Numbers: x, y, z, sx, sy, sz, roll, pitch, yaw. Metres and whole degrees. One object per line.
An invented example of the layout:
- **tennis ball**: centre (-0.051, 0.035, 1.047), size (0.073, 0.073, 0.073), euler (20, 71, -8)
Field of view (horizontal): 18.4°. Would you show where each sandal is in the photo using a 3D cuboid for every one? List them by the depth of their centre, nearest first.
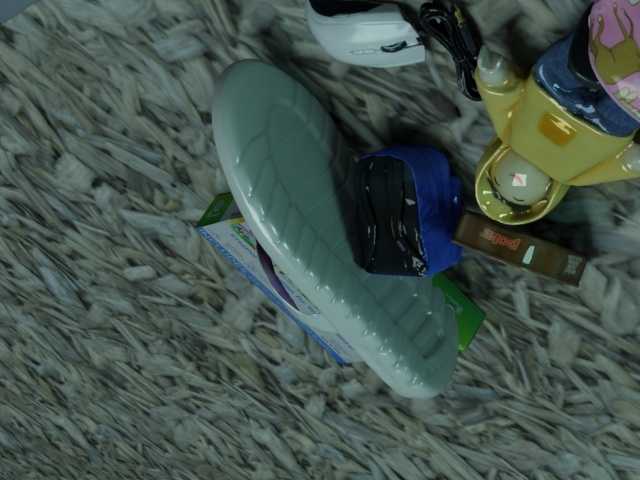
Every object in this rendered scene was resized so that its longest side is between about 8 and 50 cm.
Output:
- **sandal**: centre (-0.006, 0.010, 1.957), size (0.102, 0.169, 0.416), euler (-15, 121, 36)

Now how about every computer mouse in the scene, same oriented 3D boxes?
- **computer mouse**: centre (0.057, -0.176, 1.749), size (0.193, 0.042, 0.106), euler (12, 149, 38)

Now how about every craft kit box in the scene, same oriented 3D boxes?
- **craft kit box**: centre (0.018, 0.033, 2.162), size (0.250, 0.061, 0.247), euler (44, 156, -21)

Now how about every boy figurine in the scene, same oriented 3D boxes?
- **boy figurine**: centre (0.199, -0.102, 1.660), size (0.177, 0.092, 0.285), euler (32, 153, -5)

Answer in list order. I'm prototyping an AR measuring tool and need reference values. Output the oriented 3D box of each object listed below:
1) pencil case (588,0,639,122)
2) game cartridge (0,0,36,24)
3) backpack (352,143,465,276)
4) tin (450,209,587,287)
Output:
- **pencil case**: centre (0.318, -0.187, 1.284), size (0.167, 0.160, 0.386), euler (63, 156, 6)
- **game cartridge**: centre (-0.331, -0.334, 1.914), size (0.230, 0.068, 0.355), euler (46, 153, -16)
- **backpack**: centre (0.085, -0.035, 1.907), size (0.098, 0.101, 0.120), euler (0, 107, 41)
- **tin**: centre (0.188, 0.008, 1.836), size (0.106, 0.040, 0.190), euler (26, -176, 20)
